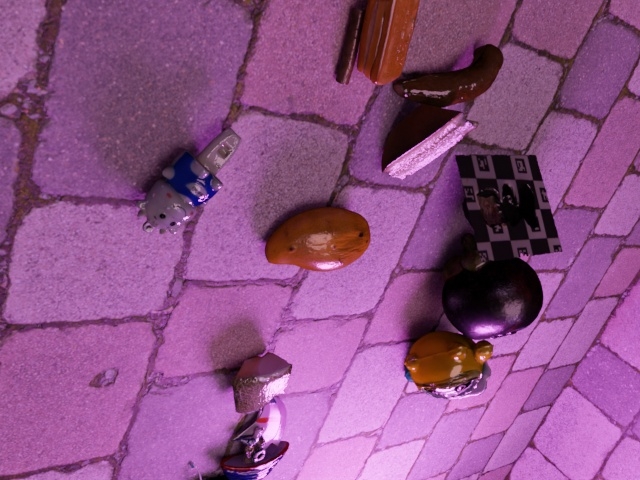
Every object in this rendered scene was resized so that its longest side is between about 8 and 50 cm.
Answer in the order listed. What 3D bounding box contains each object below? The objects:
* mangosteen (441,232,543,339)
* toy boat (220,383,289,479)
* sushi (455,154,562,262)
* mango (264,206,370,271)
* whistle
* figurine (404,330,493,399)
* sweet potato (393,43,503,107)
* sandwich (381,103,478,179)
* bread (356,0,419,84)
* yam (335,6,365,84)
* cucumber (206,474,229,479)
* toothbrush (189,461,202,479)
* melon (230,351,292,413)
[{"bbox_3d":[0.492,0.144,1.801,0.300,0.300,0.300,-22,133,-26],"label":"mangosteen"},{"bbox_3d":[-0.150,0.540,1.725,0.219,0.072,0.318,30,90,-46],"label":"toy boat"},{"bbox_3d":[0.492,-0.083,1.715,0.373,0.100,0.296,-6,80,-37],"label":"sushi"},{"bbox_3d":[0.004,0.003,1.388,0.262,0.109,0.157,-12,132,-31],"label":"mango"},{"bbox_3d":[-0.234,-0.104,1.115,0.244,0.092,0.110,-45,128,-1],"label":"whistle"},{"bbox_3d":[0.403,0.386,1.942,0.323,0.232,0.340,-18,154,20],"label":"figurine"},{"bbox_3d":[0.290,-0.360,1.384,0.285,0.085,0.112,-18,98,-15],"label":"sweet potato"},{"bbox_3d":[0.231,-0.234,1.382,0.094,0.096,0.258,7,150,-39],"label":"sandwich"},{"bbox_3d":[0.129,-0.405,1.187,0.116,0.077,0.200,-42,149,-51],"label":"bread"},{"bbox_3d":[0.059,-0.378,1.199,0.032,0.032,0.145,-10,127,-35],"label":"yam"},{"bbox_3d":[-0.272,0.688,1.725,0.220,0.070,0.046,-2,93,-41],"label":"cucumber"},{"bbox_3d":[-0.316,0.645,1.649,0.013,0.011,0.131,-27,108,-7],"label":"toothbrush"},{"bbox_3d":[-0.174,0.351,1.526,0.202,0.093,0.139,-49,142,14],"label":"melon"}]
